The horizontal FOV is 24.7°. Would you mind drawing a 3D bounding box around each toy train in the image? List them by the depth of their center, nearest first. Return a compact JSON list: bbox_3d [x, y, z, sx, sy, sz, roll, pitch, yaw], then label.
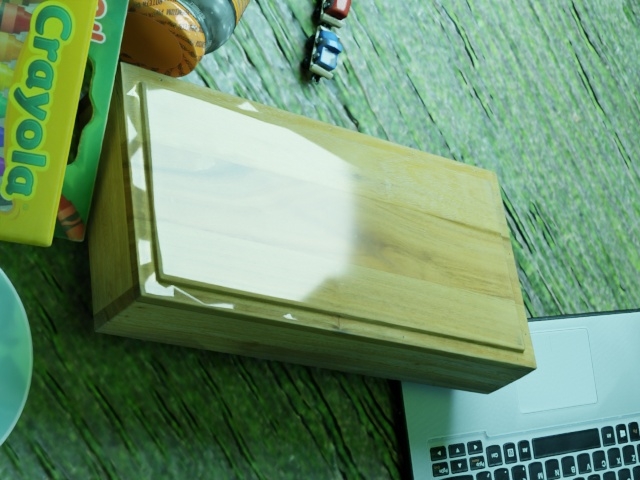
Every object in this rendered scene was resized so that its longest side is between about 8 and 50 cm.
[{"bbox_3d":[0.013,-0.216,1.340,0.027,0.036,0.158,25,66,-33],"label":"toy train"}]

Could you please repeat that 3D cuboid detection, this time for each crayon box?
[{"bbox_3d":[-0.277,-0.112,0.995,0.319,0.081,0.202,8,94,-32],"label":"crayon box"}]

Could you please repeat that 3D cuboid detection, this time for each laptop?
[{"bbox_3d":[0.300,0.259,1.343,0.382,0.236,0.408,-2,82,-40],"label":"laptop"}]

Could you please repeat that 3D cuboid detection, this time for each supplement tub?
[{"bbox_3d":[-0.104,-0.233,1.196,0.117,0.117,0.190,41,58,-25],"label":"supplement tub"}]

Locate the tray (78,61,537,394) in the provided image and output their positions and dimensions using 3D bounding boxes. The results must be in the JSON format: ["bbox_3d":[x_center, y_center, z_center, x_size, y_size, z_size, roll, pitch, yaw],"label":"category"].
[{"bbox_3d":[0.000,0.000,1.227,0.411,0.076,0.202,12,57,-36],"label":"tray"}]

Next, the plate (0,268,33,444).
[{"bbox_3d":[-0.293,0.081,1.036,0.188,0.024,0.188,9,76,-38],"label":"plate"}]
